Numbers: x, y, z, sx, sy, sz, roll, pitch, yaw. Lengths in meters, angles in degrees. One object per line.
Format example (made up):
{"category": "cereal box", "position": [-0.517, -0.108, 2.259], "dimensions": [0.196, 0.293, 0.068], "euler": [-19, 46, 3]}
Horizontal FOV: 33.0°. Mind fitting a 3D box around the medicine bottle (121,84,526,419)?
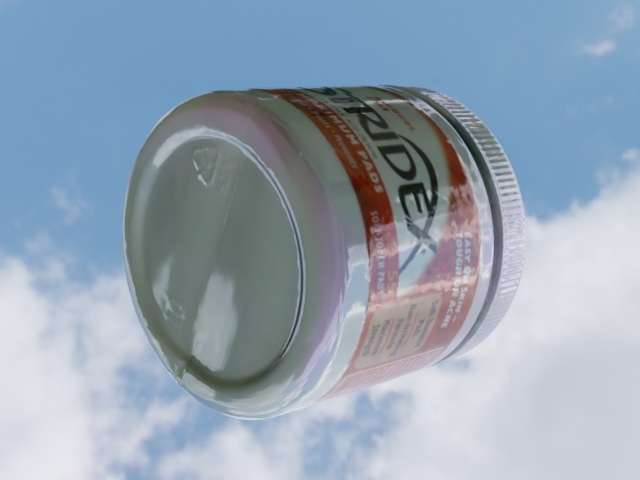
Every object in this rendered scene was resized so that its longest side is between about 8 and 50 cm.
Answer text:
{"category": "medicine bottle", "position": [0.000, 0.000, 0.884], "dimensions": [0.252, 0.253, 0.241], "euler": [32, -152, 36]}
